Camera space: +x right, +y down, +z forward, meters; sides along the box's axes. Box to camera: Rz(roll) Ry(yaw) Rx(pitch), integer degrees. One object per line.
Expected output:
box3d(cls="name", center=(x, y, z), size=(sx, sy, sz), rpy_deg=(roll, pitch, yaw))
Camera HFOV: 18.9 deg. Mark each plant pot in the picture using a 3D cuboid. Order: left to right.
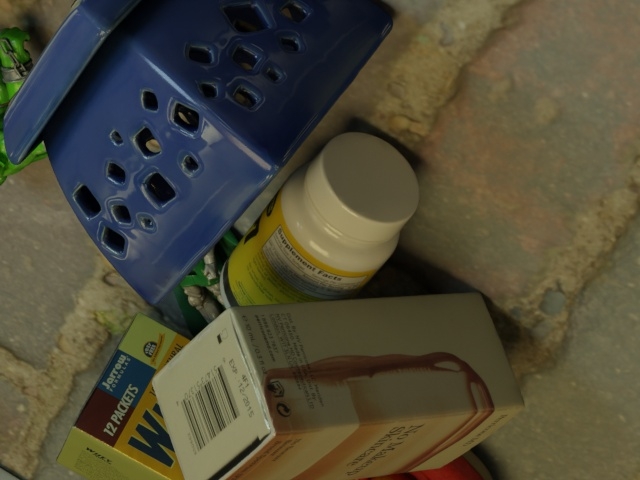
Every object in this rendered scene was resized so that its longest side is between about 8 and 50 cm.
box3d(cls="plant pot", center=(-0.115, -0.128, 1.621), size=(0.212, 0.236, 0.236), rpy_deg=(39, 137, -3))

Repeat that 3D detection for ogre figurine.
box3d(cls="ogre figurine", center=(-0.310, -0.117, 1.824), size=(0.197, 0.097, 0.118), rpy_deg=(-31, 95, 26))

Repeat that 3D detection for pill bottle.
box3d(cls="pill bottle", center=(0.000, 0.000, 1.759), size=(0.119, 0.119, 0.208), rpy_deg=(33, 136, -6))

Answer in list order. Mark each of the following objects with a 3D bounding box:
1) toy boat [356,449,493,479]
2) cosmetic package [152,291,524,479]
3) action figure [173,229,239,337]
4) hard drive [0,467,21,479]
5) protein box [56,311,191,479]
box3d(cls="toy boat", center=(0.072, 0.262, 1.952), size=(0.231, 0.151, 0.151), rpy_deg=(44, 135, -18))
box3d(cls="cosmetic package", center=(0.019, 0.139, 1.754), size=(0.153, 0.296, 0.129), rpy_deg=(-45, 59, 44))
box3d(cls="action figure", center=(-0.124, 0.017, 1.884), size=(0.137, 0.063, 0.232), rpy_deg=(-5, 125, 34))
box3d(cls="hard drive", center=(-0.476, 0.305, 2.343), size=(0.318, 0.040, 0.210), rpy_deg=(32, 137, -6))
box3d(cls="protein box", center=(-0.144, 0.198, 1.962), size=(0.199, 0.136, 0.201), rpy_deg=(29, 160, -3))
